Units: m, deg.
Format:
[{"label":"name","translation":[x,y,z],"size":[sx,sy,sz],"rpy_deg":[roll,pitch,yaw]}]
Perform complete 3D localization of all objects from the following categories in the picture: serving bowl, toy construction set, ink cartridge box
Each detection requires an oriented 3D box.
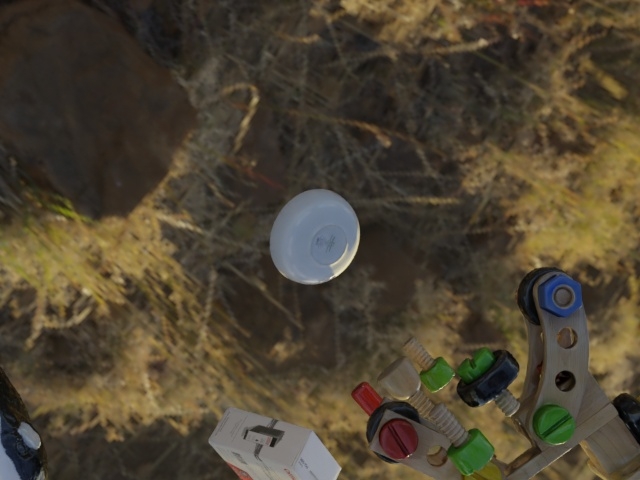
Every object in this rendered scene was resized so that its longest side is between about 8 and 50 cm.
[{"label":"serving bowl","translation":[0.000,0.000,1.016],"size":[0.083,0.027,0.083],"rpy_deg":[-10,112,-28]},{"label":"toy construction set","translation":[0.185,0.196,1.185],"size":[0.257,0.237,0.309],"rpy_deg":[-43,-174,-29]},{"label":"ink cartridge box","translation":[-0.055,0.266,1.505],"size":[0.056,0.135,0.099],"rpy_deg":[-59,140,-27]}]

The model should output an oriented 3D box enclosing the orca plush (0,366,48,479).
[{"label":"orca plush","translation":[-0.309,0.097,0.954],"size":[0.102,0.287,0.151],"rpy_deg":[-35,149,-56]}]
